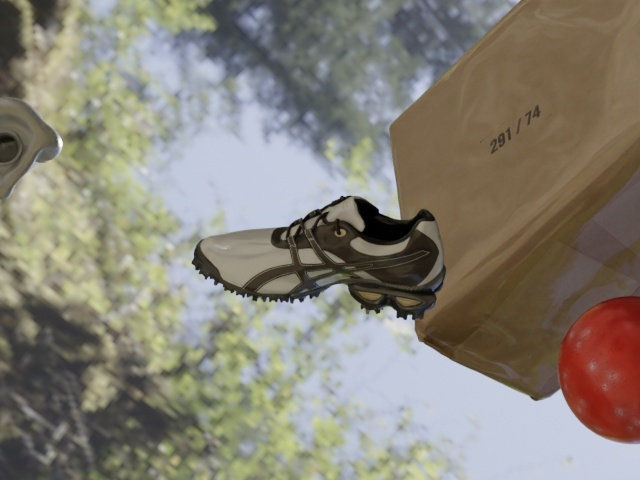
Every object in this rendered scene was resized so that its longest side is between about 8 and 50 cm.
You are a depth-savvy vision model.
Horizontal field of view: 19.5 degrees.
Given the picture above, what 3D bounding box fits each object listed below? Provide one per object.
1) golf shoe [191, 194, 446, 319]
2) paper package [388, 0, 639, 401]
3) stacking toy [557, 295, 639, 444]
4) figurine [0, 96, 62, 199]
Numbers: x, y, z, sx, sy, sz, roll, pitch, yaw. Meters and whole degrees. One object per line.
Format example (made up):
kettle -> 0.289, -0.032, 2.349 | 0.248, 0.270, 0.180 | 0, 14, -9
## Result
golf shoe -> 0.000, 0.000, 1.450 | 0.198, 0.094, 0.077 | 5, -149, 1
paper package -> 0.229, -0.077, 1.656 | 0.325, 0.168, 0.309 | -43, -150, 27
stacking toy -> 0.288, 0.010, 1.119 | 0.330, 0.141, 0.141 | -31, -135, 3
figurine -> -0.347, -0.112, 1.733 | 0.209, 0.215, 0.092 | -151, -97, -82
